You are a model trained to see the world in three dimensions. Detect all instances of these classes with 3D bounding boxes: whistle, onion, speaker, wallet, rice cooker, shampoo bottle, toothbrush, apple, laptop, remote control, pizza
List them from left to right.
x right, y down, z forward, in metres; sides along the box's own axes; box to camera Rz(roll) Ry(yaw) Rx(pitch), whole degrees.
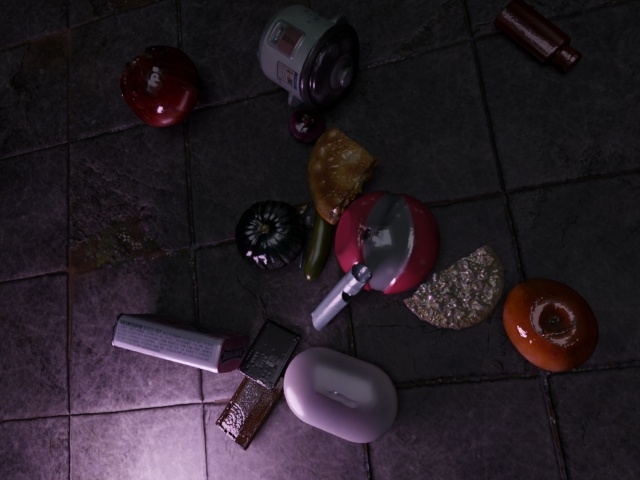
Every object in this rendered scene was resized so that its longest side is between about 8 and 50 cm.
[{"bbox_3d":[-0.532,-0.520,1.502,0.276,0.276,0.276,-3,80,14],"label":"onion"},{"bbox_3d":[-0.208,0.490,1.340,0.133,0.039,0.243,33,90,19],"label":"wallet"},{"bbox_3d":[-0.154,0.341,1.342,0.129,0.016,0.180,24,71,17],"label":"laptop"},{"bbox_3d":[-0.048,0.004,1.397,0.014,0.011,0.167,8,82,10],"label":"toothbrush"},{"bbox_3d":[-0.045,-0.367,1.414,0.115,0.104,0.115,1,71,-3],"label":"onion"},{"bbox_3d":[-0.026,-0.557,1.363,0.316,0.264,0.316,-2,85,23],"label":"rice cooker"},{"bbox_3d":[0.045,0.164,1.230,0.062,0.312,0.062,14,52,-18],"label":"whistle"},{"bbox_3d":[0.053,0.431,1.247,0.332,0.103,0.221,17,91,17],"label":"remote control"},{"bbox_3d":[0.068,-0.205,1.347,0.226,0.086,0.335,-7,63,13],"label":"pizza"},{"bbox_3d":[0.193,0.005,1.249,0.294,0.294,0.294,-3,80,14],"label":"speaker"},{"bbox_3d":[0.637,-0.593,1.293,0.102,0.064,0.260,-42,73,4],"label":"shampoo bottle"},{"bbox_3d":[0.573,0.207,1.114,0.235,0.173,0.210,42,92,19],"label":"apple"}]

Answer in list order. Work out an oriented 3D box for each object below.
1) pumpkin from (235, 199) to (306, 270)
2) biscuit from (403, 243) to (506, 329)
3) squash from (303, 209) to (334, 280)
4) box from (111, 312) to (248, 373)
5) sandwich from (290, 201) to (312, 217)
[{"bbox_3d":[-0.151,-0.018,1.350,0.220,0.162,0.220,-2,75,6],"label":"pumpkin"},{"bbox_3d":[0.386,0.151,1.222,0.281,0.084,0.179,-33,78,9],"label":"biscuit"},{"bbox_3d":[0.000,0.000,1.356,0.069,0.069,0.258,10,84,16],"label":"squash"},{"bbox_3d":[-0.427,0.307,1.353,0.369,0.190,0.112,8,82,17],"label":"box"},{"bbox_3d":[-0.065,-0.093,1.408,0.083,0.031,0.044,-13,75,12],"label":"sandwich"}]
